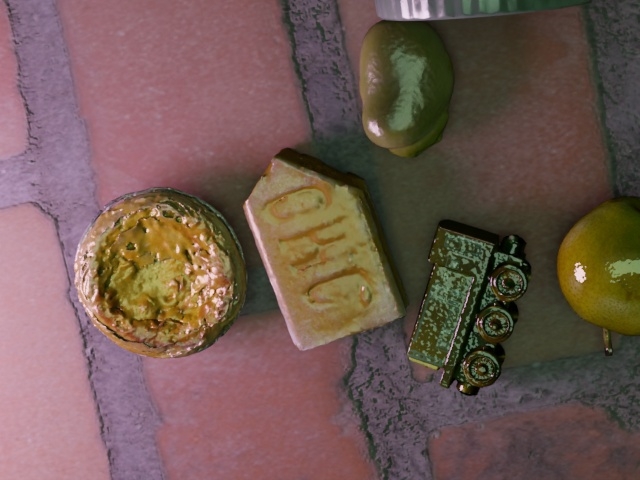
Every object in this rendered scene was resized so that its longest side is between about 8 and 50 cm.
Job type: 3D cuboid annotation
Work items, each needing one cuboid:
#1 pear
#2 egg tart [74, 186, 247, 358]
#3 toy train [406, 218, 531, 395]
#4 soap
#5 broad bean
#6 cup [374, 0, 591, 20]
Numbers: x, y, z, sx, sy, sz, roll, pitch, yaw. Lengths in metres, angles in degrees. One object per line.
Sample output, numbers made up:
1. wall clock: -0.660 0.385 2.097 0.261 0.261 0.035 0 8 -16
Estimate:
1. pear: 0.383 0.052 1.860 0.180 0.166 0.216 11 125 -10
2. egg tart: -0.210 0.043 1.937 0.234 0.094 0.234 0 100 3
3. toy train: 0.192 0.089 1.914 0.137 0.090 0.225 18 103 9
4. soap: 0.000 0.000 1.915 0.160 0.080 0.257 -20 99 9
5. broad bean: 0.108 -0.195 1.864 0.124 0.082 0.174 6 103 6
6. cup: 0.221 -0.467 1.685 0.401 0.310 0.392 -4 103 7
